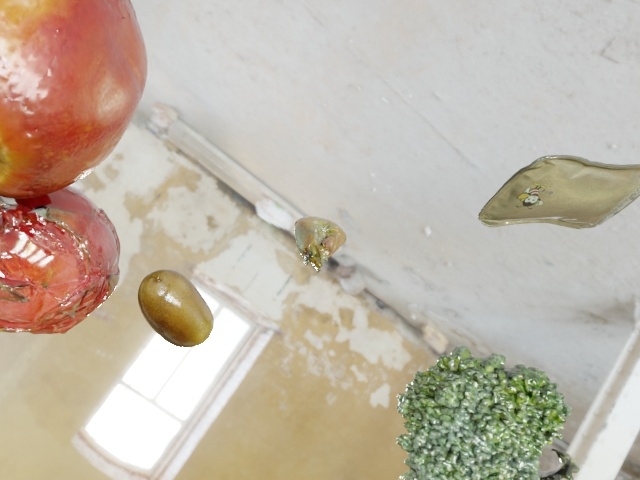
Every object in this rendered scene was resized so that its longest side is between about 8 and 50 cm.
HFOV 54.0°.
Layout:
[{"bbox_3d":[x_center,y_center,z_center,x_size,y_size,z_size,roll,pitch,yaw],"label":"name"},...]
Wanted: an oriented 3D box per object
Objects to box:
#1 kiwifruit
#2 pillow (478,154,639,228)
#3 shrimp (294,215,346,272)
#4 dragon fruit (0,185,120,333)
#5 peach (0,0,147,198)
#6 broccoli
[{"bbox_3d":[-0.174,0.084,0.757,0.075,0.075,0.124,26,151,32],"label":"kiwifruit"},{"bbox_3d":[0.290,-0.054,0.720,0.217,0.033,0.130,3,146,-29],"label":"pillow"},{"bbox_3d":[0.001,-0.002,1.334,0.115,0.051,0.217,2,-153,-2],"label":"shrimp"},{"bbox_3d":[-0.509,0.025,1.096,0.295,0.296,0.302,30,168,20],"label":"dragon fruit"},{"bbox_3d":[-0.397,-0.238,0.860,0.289,0.373,0.373,4,158,12],"label":"peach"},{"bbox_3d":[0.309,0.378,1.182,0.323,0.335,0.272,1,161,28],"label":"broccoli"}]
